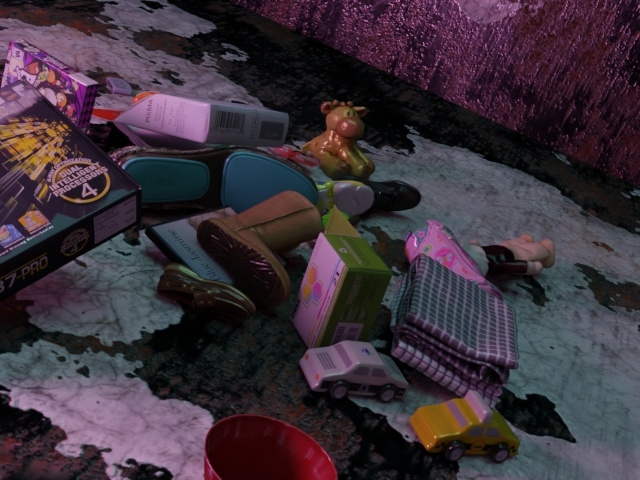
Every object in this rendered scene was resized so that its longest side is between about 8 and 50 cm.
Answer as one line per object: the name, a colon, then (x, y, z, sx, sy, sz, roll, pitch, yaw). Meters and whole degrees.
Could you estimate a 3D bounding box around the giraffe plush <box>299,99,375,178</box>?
giraffe plush: (0.059, -0.277, 2.550, 0.210, 0.171, 0.181, 32, 26, 22)

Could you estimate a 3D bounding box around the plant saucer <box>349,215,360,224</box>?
plant saucer: (0.052, -0.056, 2.271, 0.083, 0.015, 0.083, 17, 25, -8)

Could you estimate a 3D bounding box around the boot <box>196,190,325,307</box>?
boot: (-0.074, 0.004, 1.859, 0.236, 0.089, 0.269, 45, 35, 19)

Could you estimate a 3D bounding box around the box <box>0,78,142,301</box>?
box: (-0.523, -0.059, 1.472, 0.395, 0.097, 0.318, -33, 61, -33)

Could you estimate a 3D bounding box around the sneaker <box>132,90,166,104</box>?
sneaker: (-0.383, -0.329, 2.417, 0.175, 0.064, 0.067, 13, 21, -19)

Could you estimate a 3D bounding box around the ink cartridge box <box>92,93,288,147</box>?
ink cartridge box: (-0.311, -0.291, 2.171, 0.384, 0.091, 0.308, 18, 12, 28)

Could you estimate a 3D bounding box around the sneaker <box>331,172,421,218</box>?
sneaker: (0.144, -0.097, 2.354, 0.227, 0.087, 0.130, 11, 27, -16)

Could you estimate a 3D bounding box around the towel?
towel: (0.250, 0.157, 1.798, 0.235, 0.121, 0.284, 32, 24, -5)

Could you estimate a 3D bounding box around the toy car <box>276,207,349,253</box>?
toy car: (0.000, 0.000, 2.035, 0.239, 0.053, 0.225, 27, 33, 11)

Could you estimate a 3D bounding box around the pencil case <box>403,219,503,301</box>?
pencil case: (0.281, 0.069, 2.070, 0.124, 0.124, 0.284, 10, 27, -24)

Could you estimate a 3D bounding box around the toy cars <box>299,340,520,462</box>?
toy cars: (0.158, 0.254, 1.613, 0.393, 0.087, 0.176, 26, 24, 10)

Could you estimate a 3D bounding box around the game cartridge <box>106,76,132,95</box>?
game cartridge: (-0.523, -0.402, 2.514, 0.056, 0.017, 0.083, 3, 30, -29)

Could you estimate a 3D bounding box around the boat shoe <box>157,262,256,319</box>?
boat shoe: (-0.201, 0.101, 1.678, 0.177, 0.064, 0.060, 23, 54, 5)

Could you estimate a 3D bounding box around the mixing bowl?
mixing bowl: (-0.078, 0.321, 1.255, 0.181, 0.098, 0.181, 18, 25, -9)

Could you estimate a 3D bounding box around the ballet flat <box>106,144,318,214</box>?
ballet flat: (-0.242, -0.134, 2.038, 0.482, 0.164, 0.182, 4, 14, -31)

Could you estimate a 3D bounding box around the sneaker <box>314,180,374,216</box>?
sneaker: (0.001, -0.112, 2.229, 0.240, 0.091, 0.126, -3, 28, -27)

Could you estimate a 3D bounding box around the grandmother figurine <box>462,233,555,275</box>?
grandmother figurine: (0.427, 0.047, 2.284, 0.207, 0.104, 0.342, 6, 10, 45)

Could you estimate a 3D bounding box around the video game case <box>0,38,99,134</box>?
video game case: (-0.547, -0.247, 1.898, 0.210, 0.232, 0.042, 31, 27, 19)

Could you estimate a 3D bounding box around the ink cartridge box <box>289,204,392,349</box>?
ink cartridge box: (0.010, 0.069, 1.757, 0.097, 0.189, 0.255, 6, 27, -29)

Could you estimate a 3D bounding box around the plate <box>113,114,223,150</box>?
plate: (-0.320, -0.220, 2.225, 0.277, 0.045, 0.278, 6, 18, -34)

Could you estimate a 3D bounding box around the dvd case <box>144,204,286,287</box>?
dvd case: (-0.197, 0.015, 1.852, 0.180, 0.022, 0.253, 45, 30, 16)

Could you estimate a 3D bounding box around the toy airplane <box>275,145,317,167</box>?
toy airplane: (-0.085, -0.211, 2.467, 0.151, 0.028, 0.151, 17, 24, -8)
